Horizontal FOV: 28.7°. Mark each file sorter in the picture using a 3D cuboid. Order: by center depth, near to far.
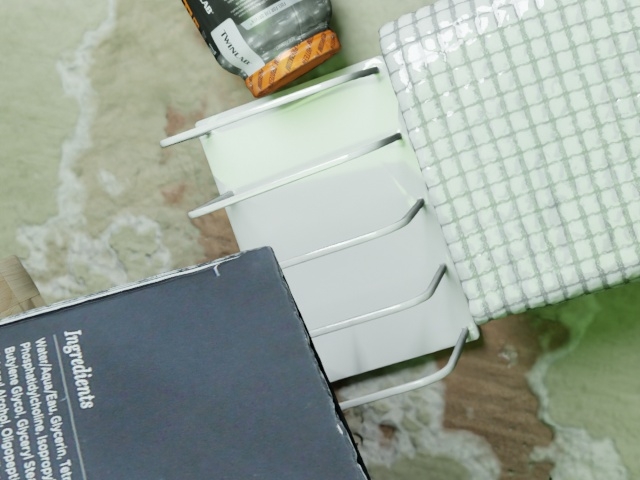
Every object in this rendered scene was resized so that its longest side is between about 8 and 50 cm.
[{"bbox_3d":[0.000,0.000,1.108,0.193,0.173,0.277,-18,95,15],"label":"file sorter"}]

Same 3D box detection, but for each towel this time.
[{"bbox_3d":[0.203,-0.093,1.075,0.235,0.121,0.283,-20,93,14],"label":"towel"}]

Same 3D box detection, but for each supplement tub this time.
[{"bbox_3d":[-0.067,-0.230,1.111,0.117,0.117,0.190,-30,91,16],"label":"supplement tub"}]

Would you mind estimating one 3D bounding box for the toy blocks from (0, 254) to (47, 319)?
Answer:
[{"bbox_3d":[-0.302,0.181,1.163,0.191,0.261,0.381,-31,92,16],"label":"toy blocks"}]

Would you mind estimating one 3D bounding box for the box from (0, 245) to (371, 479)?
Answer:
[{"bbox_3d":[-0.194,0.315,0.927,0.472,0.297,0.479,-17,135,-10],"label":"box"}]
